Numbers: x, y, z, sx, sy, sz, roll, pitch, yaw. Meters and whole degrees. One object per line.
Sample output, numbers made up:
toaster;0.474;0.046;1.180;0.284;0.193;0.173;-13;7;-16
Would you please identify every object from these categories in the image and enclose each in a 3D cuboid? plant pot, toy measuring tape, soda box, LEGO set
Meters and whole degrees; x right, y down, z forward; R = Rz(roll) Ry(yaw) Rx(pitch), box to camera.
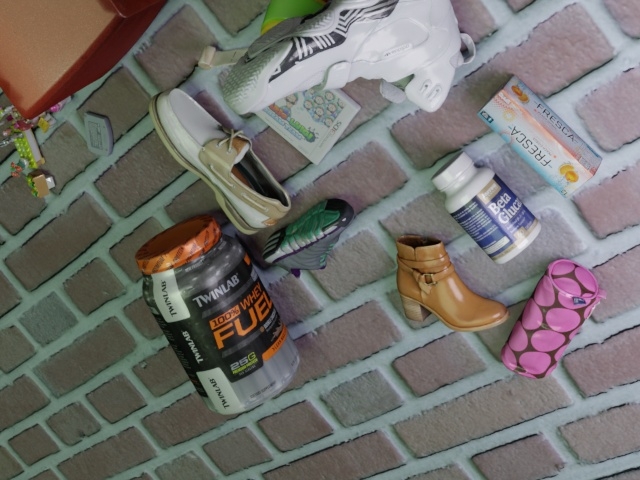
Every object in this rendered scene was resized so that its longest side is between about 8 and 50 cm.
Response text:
plant pot;-0.409;-0.397;1.632;0.236;0.267;0.267;-27;104;29
toy measuring tape;-0.083;-0.321;1.563;0.330;0.121;0.121;2;121;35
soda box;0.319;-0.151;1.471;0.183;0.058;0.063;44;133;-1
LEGO set;-0.581;-0.195;1.963;0.132;0.107;0.287;33;132;8

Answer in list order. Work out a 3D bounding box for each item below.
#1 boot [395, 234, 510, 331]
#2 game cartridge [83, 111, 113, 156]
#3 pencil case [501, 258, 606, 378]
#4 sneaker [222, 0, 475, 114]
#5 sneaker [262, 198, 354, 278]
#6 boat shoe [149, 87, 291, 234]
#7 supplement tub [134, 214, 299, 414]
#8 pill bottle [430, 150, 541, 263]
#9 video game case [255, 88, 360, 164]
boot;0.213;0.068;1.680;0.197;0.073;0.152;3;118;27
game cartridge;-0.420;-0.201;1.922;0.056;0.017;0.083;20;129;23
pencil case;0.369;0.133;1.617;0.098;0.095;0.209;20;133;-1
sneaker;0.053;-0.243;1.415;0.210;0.366;0.137;56;170;-24
sneaker;0.000;0.000;1.775;0.098;0.083;0.224;38;141;-25
boat shoe;-0.165;-0.149;1.744;0.103;0.113;0.302;-23;117;39
supplement tub;-0.194;0.135;1.883;0.207;0.207;0.338;-12;114;37
pill bottle;0.250;-0.054;1.555;0.169;0.094;0.094;47;132;-5
video game case;-0.030;-0.220;1.665;0.157;0.019;0.143;41;132;2
